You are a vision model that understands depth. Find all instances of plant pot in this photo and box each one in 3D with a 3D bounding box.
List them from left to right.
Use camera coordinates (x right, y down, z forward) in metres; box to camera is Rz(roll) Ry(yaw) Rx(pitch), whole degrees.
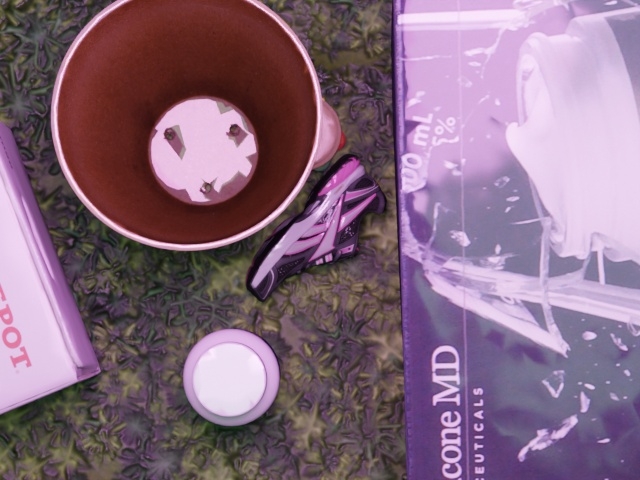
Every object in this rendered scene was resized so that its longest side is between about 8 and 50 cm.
[{"bbox_3d":[-0.117,-0.100,1.347,0.237,0.254,0.237,0,86,-1],"label":"plant pot"}]

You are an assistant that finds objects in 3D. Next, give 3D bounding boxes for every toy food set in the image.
[{"bbox_3d":[-0.017,-0.111,1.467,0.082,0.020,0.083,-13,86,-2],"label":"toy food set"}]

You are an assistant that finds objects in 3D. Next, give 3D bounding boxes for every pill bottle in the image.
[{"bbox_3d":[-0.086,0.133,1.375,0.094,0.169,0.094,0,87,-1],"label":"pill bottle"}]

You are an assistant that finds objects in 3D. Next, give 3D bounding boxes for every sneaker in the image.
[{"bbox_3d":[0.000,0.000,1.439,0.077,0.072,0.178,42,92,-9],"label":"sneaker"}]

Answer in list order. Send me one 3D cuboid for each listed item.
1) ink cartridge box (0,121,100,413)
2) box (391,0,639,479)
[{"bbox_3d":[-0.451,0.073,1.372,0.394,0.166,0.285,-21,88,-2],"label":"ink cartridge box"},{"bbox_3d":[0.300,0.009,1.173,0.471,0.297,0.480,-2,95,5],"label":"box"}]
